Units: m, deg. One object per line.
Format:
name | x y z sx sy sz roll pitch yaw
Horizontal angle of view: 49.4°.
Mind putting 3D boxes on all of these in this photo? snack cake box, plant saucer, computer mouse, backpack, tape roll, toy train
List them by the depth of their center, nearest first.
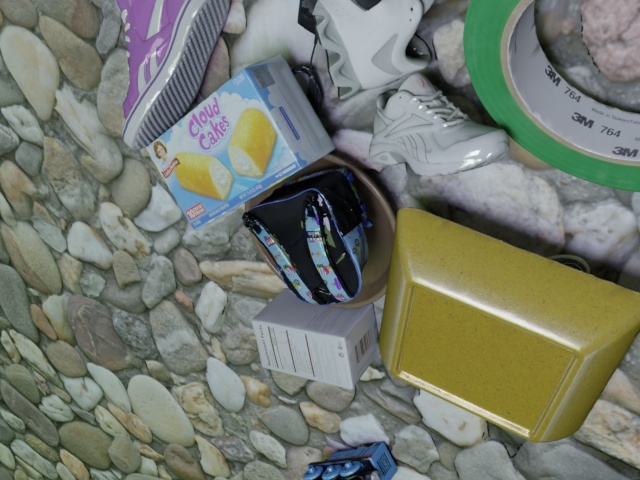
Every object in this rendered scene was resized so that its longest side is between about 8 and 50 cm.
tape roll | 0.301 -0.182 0.671 0.321 0.077 0.321 27 153 15
computer mouse | -0.002 -0.267 0.935 0.071 0.041 0.242 18 134 3
plant saucer | 0.227 0.144 0.959 0.333 0.081 0.333 22 141 18
backpack | 0.000 0.000 0.990 0.158 0.117 0.173 -15 108 40
snack cake box | -0.124 -0.135 1.011 0.264 0.089 0.152 -25 99 44
plant saucer | 0.005 -0.020 1.081 0.278 0.041 0.278 17 127 24
toy train | 0.051 0.436 1.300 0.184 0.105 0.080 -24 94 41

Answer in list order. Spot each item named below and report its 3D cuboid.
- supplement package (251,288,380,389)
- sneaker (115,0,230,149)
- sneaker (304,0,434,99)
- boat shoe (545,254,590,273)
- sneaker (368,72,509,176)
supplement package | -0.007 0.160 1.161 0.179 0.105 0.105 8 122 31
sneaker | -0.255 -0.284 1.038 0.161 0.102 0.282 38 113 13
sneaker | 0.049 -0.297 0.764 0.146 0.122 0.330 -10 152 13
boat shoe | 0.286 0.062 0.935 0.152 0.049 0.056 -25 105 44
sneaker | 0.131 -0.144 0.847 0.232 0.090 0.115 18 121 54
